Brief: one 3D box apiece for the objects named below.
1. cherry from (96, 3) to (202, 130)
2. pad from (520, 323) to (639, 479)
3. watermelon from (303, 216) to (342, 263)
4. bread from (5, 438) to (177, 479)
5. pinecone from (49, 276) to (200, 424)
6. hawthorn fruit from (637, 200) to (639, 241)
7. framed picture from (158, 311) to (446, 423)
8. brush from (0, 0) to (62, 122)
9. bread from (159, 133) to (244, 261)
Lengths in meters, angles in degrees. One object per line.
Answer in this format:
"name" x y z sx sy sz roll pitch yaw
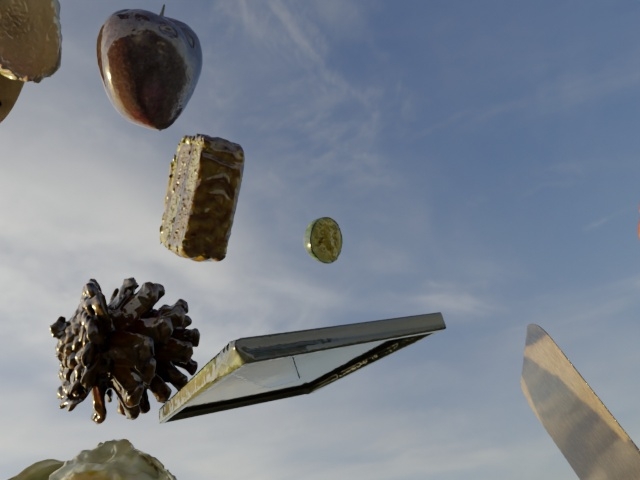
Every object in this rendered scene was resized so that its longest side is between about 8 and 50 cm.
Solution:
"cherry" -0.249 -0.255 0.858 0.139 0.176 0.176 18 -34 6
"pad" 0.250 0.204 0.495 0.002 0.266 0.176 -24 -40 -5
"watermelon" 0.000 0.000 1.300 0.062 0.106 0.105 -3 -18 45
"bread" -0.214 0.433 0.524 0.250 0.395 0.361 -11 14 -39
"pinecone" -0.237 0.135 0.724 0.195 0.149 0.179 6 -75 -65
"hawthorn fruit" 0.543 -0.040 0.797 0.203 0.163 0.163 -30 -31 -12
"framed picture" -0.032 0.126 0.539 0.188 0.023 0.260 -3 -24 -30
"brush" -0.537 -0.309 0.976 0.174 0.166 0.267 -31 -41 -51
"bread" -0.212 -0.075 1.041 0.096 0.223 0.181 12 -3 -30
